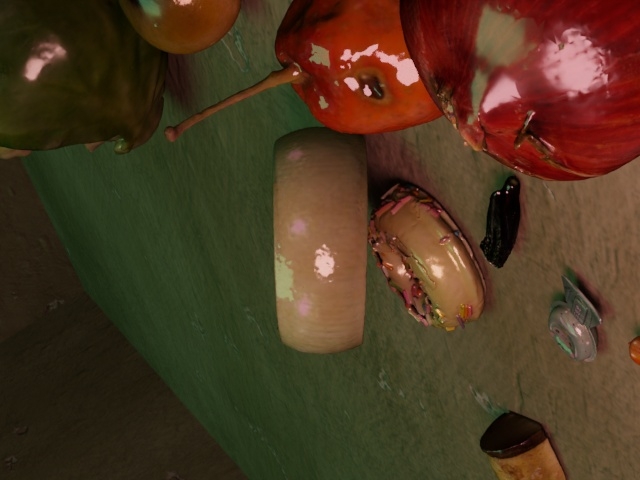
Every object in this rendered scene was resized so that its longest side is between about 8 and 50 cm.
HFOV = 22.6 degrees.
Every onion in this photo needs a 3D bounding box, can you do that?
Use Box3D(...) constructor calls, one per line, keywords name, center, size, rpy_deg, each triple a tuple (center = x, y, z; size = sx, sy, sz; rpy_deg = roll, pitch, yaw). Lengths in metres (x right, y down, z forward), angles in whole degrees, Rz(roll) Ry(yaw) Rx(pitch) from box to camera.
Box3D(name="onion", center=(0.149, -0.149, 1.153), size=(0.248, 0.161, 0.248), rpy_deg=(33, 131, 50))

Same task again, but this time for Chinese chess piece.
Box3D(name="Chinese chess piece", center=(0.000, 0.000, 1.758), size=(0.250, 0.101, 0.250), rpy_deg=(179, 90, -90))

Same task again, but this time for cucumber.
Box3D(name="cucumber", center=(0.175, -0.015, 1.531), size=(0.034, 0.033, 0.135), rpy_deg=(48, 163, 19))

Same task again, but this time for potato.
Box3D(name="potato", center=(0.233, 0.260, 1.836), size=(0.103, 0.066, 0.096), rpy_deg=(59, 168, -15))

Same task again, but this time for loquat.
Box3D(name="loquat", center=(-0.162, -0.288, 1.828), size=(0.163, 0.137, 0.163), rpy_deg=(30, 151, 19))

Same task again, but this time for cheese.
Box3D(name="cheese", center=(0.242, 0.079, 1.521), size=(0.067, 0.026, 0.121), rpy_deg=(50, 162, 23))

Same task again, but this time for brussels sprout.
Box3D(name="brussels sprout", center=(-0.356, -0.251, 2.217), size=(0.275, 0.315, 0.371), rpy_deg=(20, -175, 25))

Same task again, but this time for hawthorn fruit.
Box3D(name="hawthorn fruit", center=(-0.007, -0.142, 1.366), size=(0.165, 0.285, 0.165), rpy_deg=(157, 90, -79))

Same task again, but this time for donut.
Box3D(name="donut", center=(0.111, 0.024, 1.738), size=(0.174, 0.068, 0.175), rpy_deg=(50, 162, 22))

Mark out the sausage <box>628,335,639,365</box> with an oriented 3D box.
Box3D(name="sausage", center=(0.302, 0.105, 1.387), size=(0.107, 0.031, 0.031), rpy_deg=(28, 147, 62))
